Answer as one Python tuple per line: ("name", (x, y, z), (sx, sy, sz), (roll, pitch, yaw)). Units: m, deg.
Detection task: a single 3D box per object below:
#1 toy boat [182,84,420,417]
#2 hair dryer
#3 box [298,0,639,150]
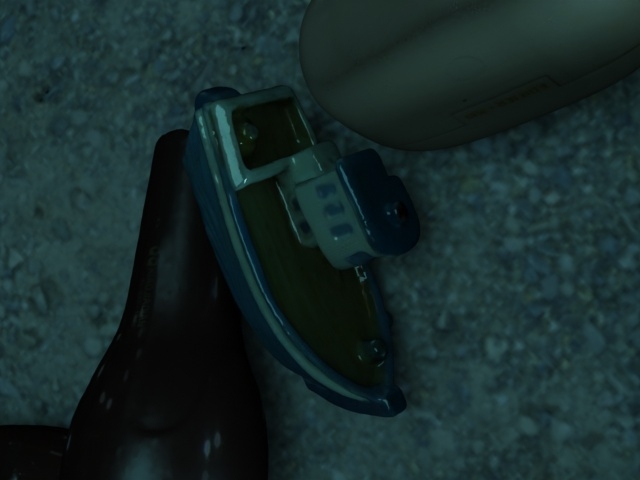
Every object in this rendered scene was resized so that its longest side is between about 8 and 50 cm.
("toy boat", (0.000, 0.000, 0.665), (0.102, 0.088, 0.215), (-21, 91, 43))
("hair dryer", (-0.183, 0.101, 0.764), (0.340, 0.123, 0.313), (-7, 76, 32))
("box", (0.086, -0.115, 0.617), (0.200, 0.146, 0.088), (-20, 65, 31))
